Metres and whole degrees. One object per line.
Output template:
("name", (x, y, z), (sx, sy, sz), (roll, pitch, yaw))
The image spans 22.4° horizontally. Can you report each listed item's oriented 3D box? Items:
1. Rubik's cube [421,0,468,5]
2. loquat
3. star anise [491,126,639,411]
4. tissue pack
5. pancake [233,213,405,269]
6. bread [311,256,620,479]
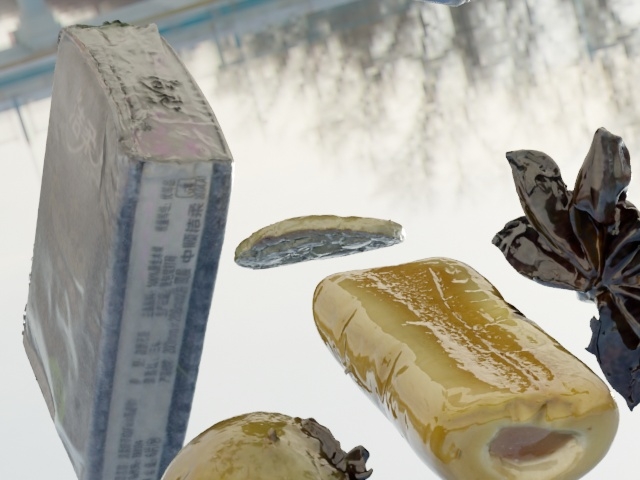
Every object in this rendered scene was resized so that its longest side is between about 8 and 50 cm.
("Rubik's cube", (0.022, -0.455, 1.514), (0.358, 0.363, 0.362), (9, 162, -2))
("loquat", (-0.039, 0.198, 0.992), (0.149, 0.205, 0.172), (24, -165, -1))
("star anise", (0.266, 0.021, 1.432), (0.129, 0.282, 0.212), (-45, 172, -34))
("tissue pack", (-0.200, 0.017, 1.623), (0.124, 0.394, 0.288), (-2, -146, -24))
("pancake", (0.000, 0.000, 1.431), (0.158, 0.028, 0.158), (-8, 170, -1))
("bread", (0.093, 0.092, 1.137), (0.142, 0.091, 0.305), (-11, -159, -13))
